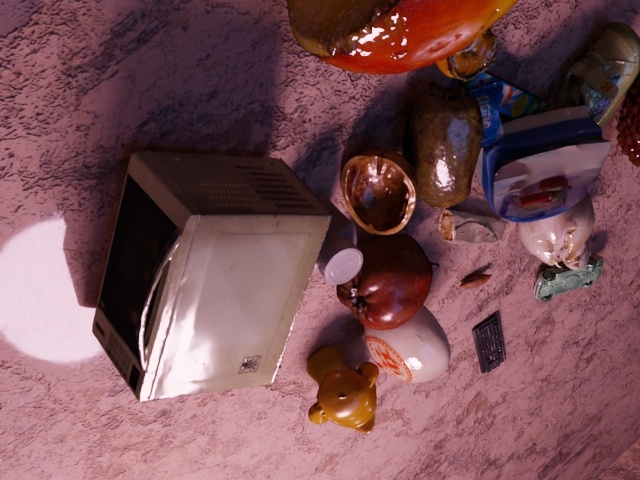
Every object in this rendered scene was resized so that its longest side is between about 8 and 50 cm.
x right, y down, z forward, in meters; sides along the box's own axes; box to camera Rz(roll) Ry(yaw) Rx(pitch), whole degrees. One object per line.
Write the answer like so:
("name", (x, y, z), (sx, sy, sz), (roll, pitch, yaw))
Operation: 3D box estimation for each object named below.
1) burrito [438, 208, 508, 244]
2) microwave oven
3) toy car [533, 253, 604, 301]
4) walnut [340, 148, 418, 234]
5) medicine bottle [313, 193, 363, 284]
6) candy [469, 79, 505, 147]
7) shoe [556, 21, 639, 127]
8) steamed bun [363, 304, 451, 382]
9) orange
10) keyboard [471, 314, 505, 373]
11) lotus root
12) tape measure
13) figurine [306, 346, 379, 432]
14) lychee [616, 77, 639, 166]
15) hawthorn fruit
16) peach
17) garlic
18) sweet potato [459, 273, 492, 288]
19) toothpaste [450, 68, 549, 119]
("burrito", (0.375, -0.028, 1.962), (0.226, 0.060, 0.086), (4, 115, -36))
("microwave oven", (-0.212, 0.055, 1.468), (0.333, 0.247, 0.394), (-2, 124, -36))
("toy car", (0.694, 0.097, 2.283), (0.224, 0.076, 0.090), (-16, 133, -15))
("walnut", (0.130, -0.115, 1.674), (0.087, 0.167, 0.211), (-53, 161, -41))
("medicine bottle", (0.000, 0.000, 1.619), (0.132, 0.188, 0.088), (-21, 133, -21))
("candy", (0.353, -0.261, 1.693), (0.088, 0.038, 0.136), (-21, 117, -24))
("shoe", (0.631, -0.358, 1.826), (0.128, 0.140, 0.262), (-19, 139, -36))
("steamed bun", (0.191, 0.246, 1.917), (0.145, 0.232, 0.231), (-35, 137, -22))
("orange", (0.268, -0.395, 1.558), (0.160, 0.112, 0.169), (28, 81, -34))
("keyboard", (0.492, 0.303, 2.338), (0.094, 0.025, 0.230), (-31, 136, -8))
("lotus root", (0.249, -0.186, 1.670), (0.152, 0.160, 0.274), (-16, 133, -12))
("tape measure", (0.491, -0.167, 1.828), (0.260, 0.138, 0.262), (-11, 144, -1))
("figurine", (0.060, 0.371, 1.949), (0.215, 0.215, 0.228), (-38, 137, -4))
("lychee", (0.880, -0.301, 1.955), (0.306, 0.305, 0.330), (8, 146, -40))
("hawthorn fruit", (0.163, 0.084, 1.799), (0.248, 0.208, 0.208), (-21, 134, -34))
("peach", (0.135, -0.434, 1.266), (0.417, 0.339, 0.353), (-26, 134, -10))
("garlic", (0.593, -0.023, 2.036), (0.281, 0.185, 0.203), (53, 42, -64))
("sweet potato", (0.405, 0.106, 2.112), (0.095, 0.034, 0.034), (-15, 132, -12))
("toothpaste", (0.393, -0.316, 1.753), (0.267, 0.050, 0.065), (13, 116, -41))
